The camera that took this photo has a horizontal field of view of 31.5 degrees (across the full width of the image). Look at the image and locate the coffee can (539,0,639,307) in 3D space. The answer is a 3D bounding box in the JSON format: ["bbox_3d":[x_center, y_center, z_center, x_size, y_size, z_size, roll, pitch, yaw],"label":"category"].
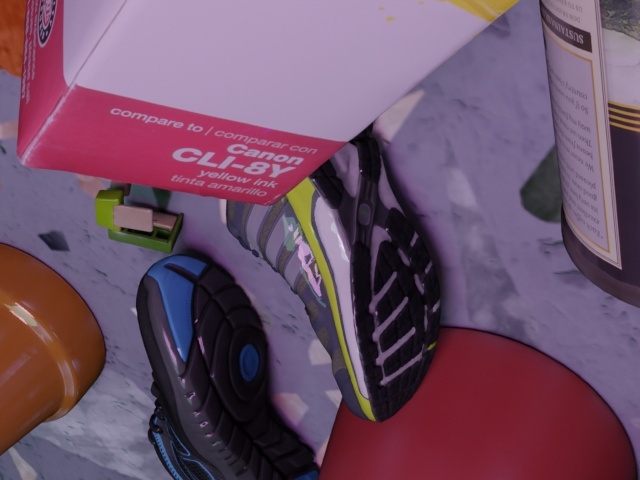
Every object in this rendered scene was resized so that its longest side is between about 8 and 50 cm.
[{"bbox_3d":[0.214,-0.124,0.592,0.202,0.201,0.275,3,127,26],"label":"coffee can"}]

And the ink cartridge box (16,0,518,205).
[{"bbox_3d":[-0.003,-0.220,0.516,0.161,0.279,0.385,11,154,-27],"label":"ink cartridge box"}]

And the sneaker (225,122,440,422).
[{"bbox_3d":[0.000,0.000,0.873,0.121,0.111,0.299,-6,106,45],"label":"sneaker"}]

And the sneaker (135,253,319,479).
[{"bbox_3d":[-0.115,0.162,1.059,0.140,0.125,0.340,2,126,29],"label":"sneaker"}]

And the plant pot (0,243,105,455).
[{"bbox_3d":[-0.349,0.135,1.117,0.205,0.188,0.205,15,131,17],"label":"plant pot"}]

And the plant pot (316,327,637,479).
[{"bbox_3d":[0.104,0.251,0.932,0.275,0.243,0.274,14,131,17],"label":"plant pot"}]

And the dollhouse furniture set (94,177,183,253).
[{"bbox_3d":[-0.148,-0.056,0.938,0.059,0.076,0.151,10,133,4],"label":"dollhouse furniture set"}]
